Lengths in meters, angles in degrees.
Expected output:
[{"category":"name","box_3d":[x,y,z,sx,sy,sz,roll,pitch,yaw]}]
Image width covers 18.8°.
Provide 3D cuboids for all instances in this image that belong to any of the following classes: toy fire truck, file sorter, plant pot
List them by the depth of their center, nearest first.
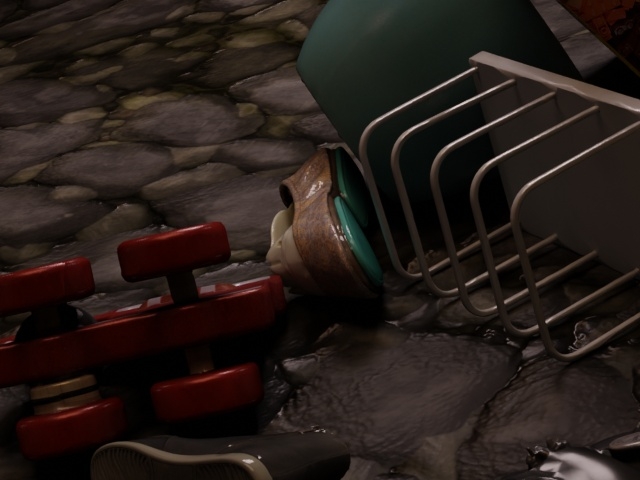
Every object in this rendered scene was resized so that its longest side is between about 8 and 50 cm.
[{"category":"file sorter","box_3d":[0.184,-0.032,1.789,0.173,0.193,0.277,-28,27,-21]},{"category":"toy fire truck","box_3d":[-0.180,0.089,1.803,0.302,0.169,0.254,-14,0,0]},{"category":"plant pot","box_3d":[0.118,-0.178,2.043,0.235,0.293,0.293,-36,24,4]}]

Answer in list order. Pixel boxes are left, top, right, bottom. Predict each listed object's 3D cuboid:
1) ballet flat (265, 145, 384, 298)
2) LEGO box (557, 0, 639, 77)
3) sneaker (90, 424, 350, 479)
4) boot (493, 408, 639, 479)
[{"category":"ballet flat","box_3d":[0.000,0.000,1.955,0.106,0.107,0.316,-29,16,9]},{"category":"LEGO box","box_3d":[0.332,-0.304,2.032,0.193,0.372,0.500,-48,23,10]},{"category":"sneaker","box_3d":[-0.085,0.198,1.601,0.222,0.083,0.118,0,8,43]},{"category":"boot","box_3d":[0.270,0.187,1.195,0.445,0.146,0.367,-7,14,-33]}]
